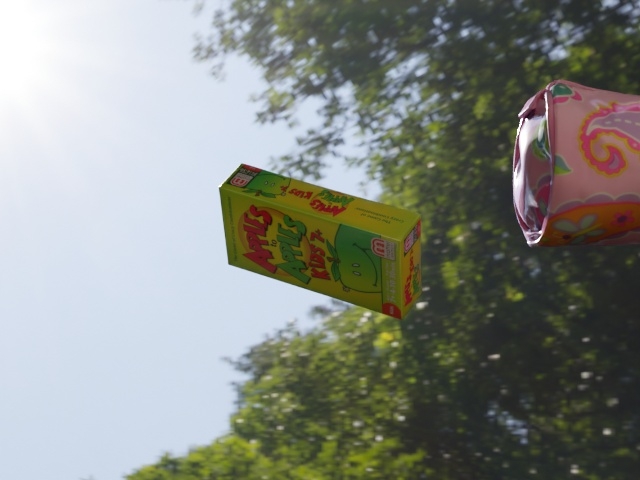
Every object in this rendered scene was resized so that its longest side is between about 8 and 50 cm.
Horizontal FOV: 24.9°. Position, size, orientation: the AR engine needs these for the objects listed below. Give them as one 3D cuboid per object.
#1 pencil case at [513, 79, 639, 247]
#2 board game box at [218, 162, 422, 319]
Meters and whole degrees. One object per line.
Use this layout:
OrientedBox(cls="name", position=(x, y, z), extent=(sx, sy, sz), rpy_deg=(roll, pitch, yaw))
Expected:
OrientedBox(cls="pencil case", position=(0.280, -0.049, 1.015), extent=(0.284, 0.124, 0.124), rpy_deg=(1, -98, -4))
OrientedBox(cls="board game box", position=(0.000, 0.000, 1.297), extent=(0.043, 0.181, 0.092), rpy_deg=(-51, -32, -41))
